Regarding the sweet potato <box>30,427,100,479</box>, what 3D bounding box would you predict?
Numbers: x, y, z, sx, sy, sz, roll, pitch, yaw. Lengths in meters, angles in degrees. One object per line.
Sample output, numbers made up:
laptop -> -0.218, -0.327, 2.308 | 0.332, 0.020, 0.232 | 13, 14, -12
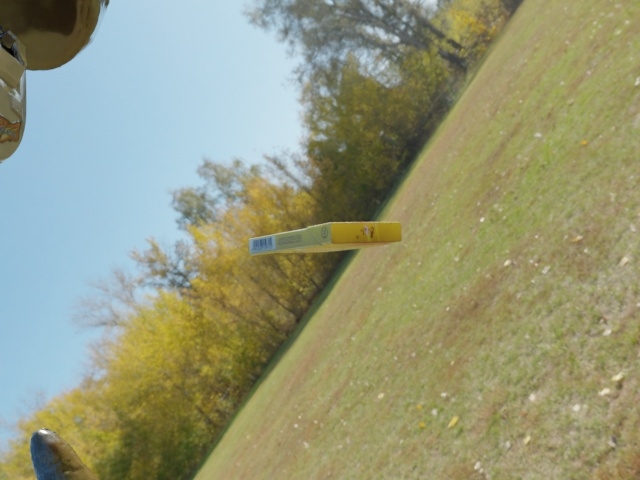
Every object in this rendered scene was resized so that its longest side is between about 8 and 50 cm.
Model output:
sweet potato -> -0.215, 0.329, 0.553 | 0.124, 0.310, 0.098 | -61, -29, 0

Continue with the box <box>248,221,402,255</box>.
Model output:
box -> 0.000, 0.000, 0.988 | 0.153, 0.043, 0.269 | -3, -3, -35

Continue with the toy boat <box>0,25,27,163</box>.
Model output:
toy boat -> -0.506, -0.232, 0.842 | 0.088, 0.295, 0.129 | -23, -27, 8

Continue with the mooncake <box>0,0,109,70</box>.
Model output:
mooncake -> -0.551, -0.476, 1.027 | 0.284, 0.285, 0.155 | -56, 26, 29
